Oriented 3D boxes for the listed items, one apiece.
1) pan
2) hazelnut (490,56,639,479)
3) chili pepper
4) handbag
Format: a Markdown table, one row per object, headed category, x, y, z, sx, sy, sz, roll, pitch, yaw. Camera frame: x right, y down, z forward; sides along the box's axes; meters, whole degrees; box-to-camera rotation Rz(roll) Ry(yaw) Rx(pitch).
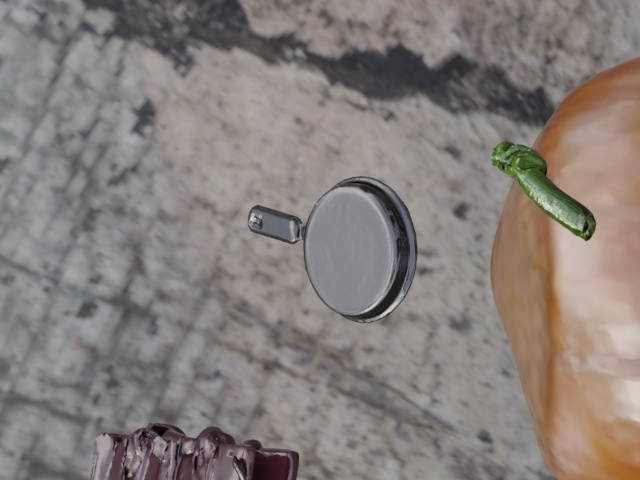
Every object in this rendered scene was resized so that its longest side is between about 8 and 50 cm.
| category | x | y | z | sx | sy | sz | roll | pitch | yaw |
| --- | --- | --- | --- | --- | --- | --- | --- | --- | --- |
| pan | 0.000 | 0.000 | 1.751 | 0.235 | 0.028 | 0.136 | 15 | 102 | 47 |
| hazelnut | 0.286 | 0.025 | 1.172 | 0.372 | 0.315 | 0.372 | -21 | 48 | 26 |
| chili pepper | 0.113 | -0.029 | 0.970 | 0.083 | 0.027 | 0.022 | 48 | 127 | 38 |
| handbag | -0.102 | 0.241 | 1.358 | 0.203 | 0.074 | 0.216 | -5 | 72 | 52 |
